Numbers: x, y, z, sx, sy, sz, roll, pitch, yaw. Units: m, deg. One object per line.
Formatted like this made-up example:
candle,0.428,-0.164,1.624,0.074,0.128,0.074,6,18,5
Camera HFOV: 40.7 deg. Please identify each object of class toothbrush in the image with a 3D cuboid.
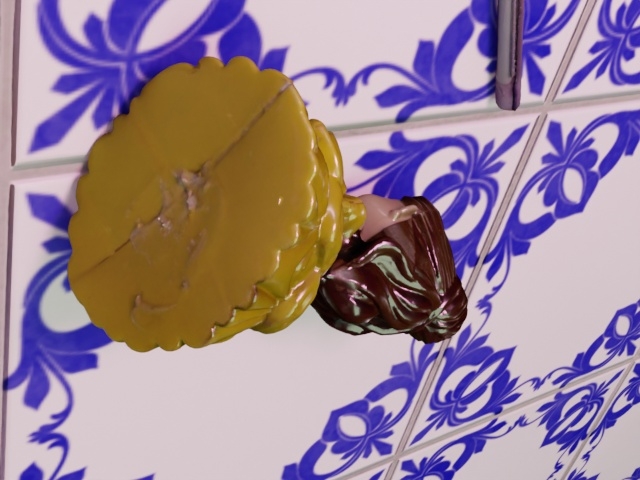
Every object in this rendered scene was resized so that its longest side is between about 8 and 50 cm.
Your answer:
toothbrush,0.141,-0.234,0.616,0.029,0.024,0.354,-38,143,-21

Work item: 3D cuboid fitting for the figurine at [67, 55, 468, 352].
figurine,-0.003,-0.003,0.634,0.315,0.168,0.187,13,106,-58
